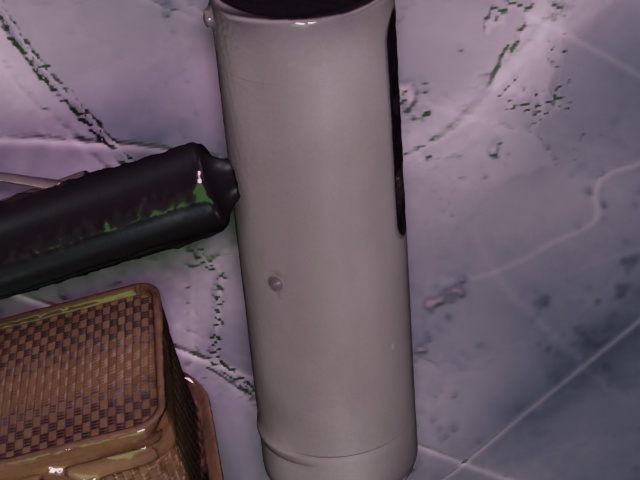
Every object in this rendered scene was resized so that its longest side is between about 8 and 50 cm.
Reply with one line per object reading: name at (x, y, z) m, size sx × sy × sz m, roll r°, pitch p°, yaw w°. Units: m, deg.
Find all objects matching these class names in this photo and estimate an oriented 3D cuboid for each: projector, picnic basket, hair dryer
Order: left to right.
hair dryer at (-0.203, -0.035, 0.831) m, size 0.302 × 0.116 × 0.244 m, roll -17°, pitch 109°, yaw 8°
picnic basket at (-0.196, 0.149, 0.943) m, size 0.266 × 0.165 × 0.139 m, roll -14°, pitch 121°, yaw 1°
projector at (0.000, 0.000, 0.920) m, size 0.108 × 0.108 × 0.338 m, roll -7°, pitch 120°, yaw -4°

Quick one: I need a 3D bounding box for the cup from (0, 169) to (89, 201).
cup at (-0.176, -0.015, 0.922) m, size 0.083 × 0.054 × 0.075 m, roll -23°, pitch 102°, yaw 2°
